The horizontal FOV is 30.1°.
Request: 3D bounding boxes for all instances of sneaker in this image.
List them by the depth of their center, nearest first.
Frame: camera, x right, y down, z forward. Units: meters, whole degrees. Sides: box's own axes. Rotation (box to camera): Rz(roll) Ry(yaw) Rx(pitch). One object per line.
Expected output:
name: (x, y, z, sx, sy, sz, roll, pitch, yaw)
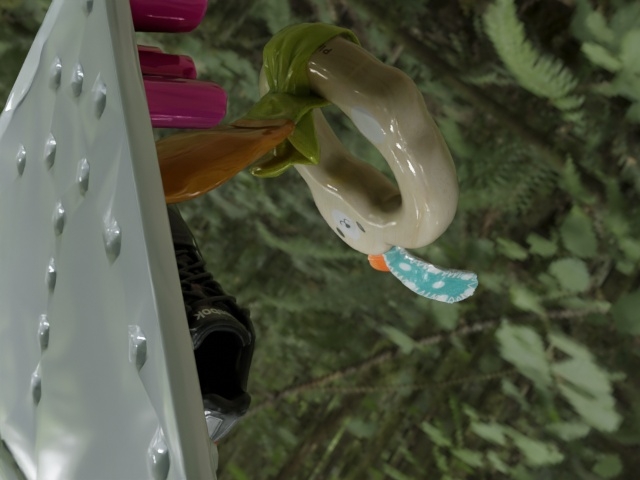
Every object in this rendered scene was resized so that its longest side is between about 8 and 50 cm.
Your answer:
sneaker: (-0.124, 0.060, 1.071, 0.097, 0.276, 0.135, 3, 154, -38)

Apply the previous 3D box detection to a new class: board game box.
board game box: (-0.107, 0.149, 0.496, 0.050, 0.390, 0.390, 2, 150, -29)

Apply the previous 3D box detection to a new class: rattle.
rattle: (0.000, 0.000, 0.609, 0.130, 0.143, 0.200, 20, 148, 22)
